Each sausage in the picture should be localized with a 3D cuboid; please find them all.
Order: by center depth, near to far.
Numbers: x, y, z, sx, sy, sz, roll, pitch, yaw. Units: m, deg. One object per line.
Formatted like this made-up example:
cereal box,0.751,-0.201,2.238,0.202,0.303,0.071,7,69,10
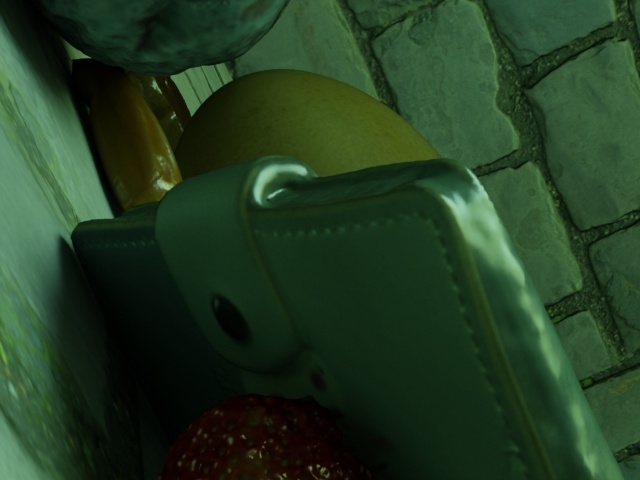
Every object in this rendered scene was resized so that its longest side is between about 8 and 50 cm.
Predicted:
sausage,-0.147,-0.077,1.220,0.062,0.054,0.183,64,1,-56

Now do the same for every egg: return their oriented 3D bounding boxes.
egg,0.000,0.000,1.339,0.322,0.250,0.250,62,1,20

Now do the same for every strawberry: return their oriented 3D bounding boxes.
strawberry,-0.026,0.152,0.777,0.148,0.131,0.131,-73,148,-42

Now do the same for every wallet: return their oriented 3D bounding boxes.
wallet,0.000,0.071,0.874,0.360,0.083,0.252,-6,-64,54

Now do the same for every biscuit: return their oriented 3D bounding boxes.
biscuit,-0.173,-0.163,1.600,0.180,0.039,0.236,27,39,-82

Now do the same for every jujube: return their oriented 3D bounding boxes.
jujube,-0.114,-0.244,1.177,0.308,0.215,0.246,-127,-145,-68
